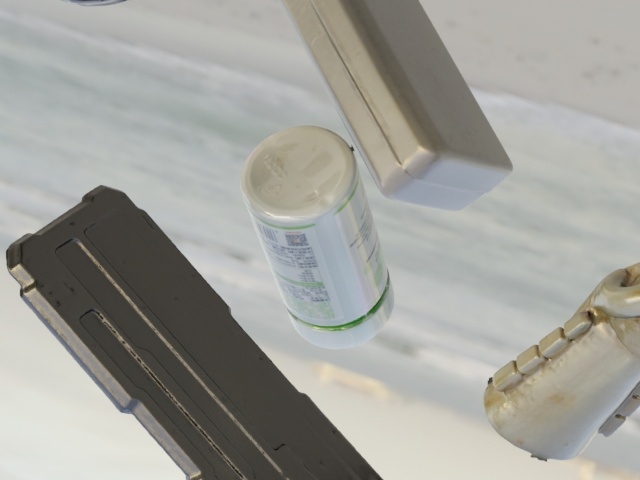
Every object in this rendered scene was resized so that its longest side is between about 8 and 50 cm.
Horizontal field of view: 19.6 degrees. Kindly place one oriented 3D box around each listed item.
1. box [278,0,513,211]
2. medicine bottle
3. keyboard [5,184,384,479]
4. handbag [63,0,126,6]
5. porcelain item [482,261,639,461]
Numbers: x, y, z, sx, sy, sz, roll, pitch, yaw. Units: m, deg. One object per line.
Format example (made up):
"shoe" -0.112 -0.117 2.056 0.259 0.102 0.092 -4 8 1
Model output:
"box" 0.032 -0.132 1.196 0.103 0.055 0.243 8 -131 -53
"medicine bottle" 0.000 0.000 1.371 0.086 0.086 0.183 18 153 22
"keyboard" -0.058 0.085 0.992 0.262 0.016 0.106 48 -138 2
"handbag" -0.140 -0.226 0.870 0.181 0.181 0.254 -20 150 25
"porcelain item" 0.178 0.043 1.013 0.084 0.054 0.213 18 134 -28
